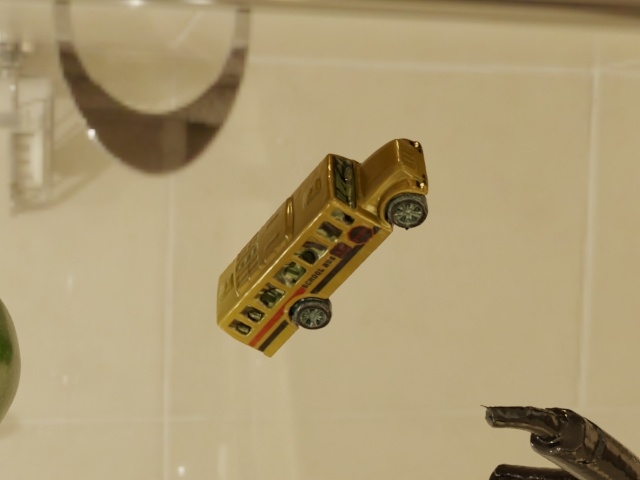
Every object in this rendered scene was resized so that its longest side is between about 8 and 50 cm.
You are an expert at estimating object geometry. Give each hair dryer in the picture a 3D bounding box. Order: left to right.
[{"bbox_3d":[0.177,0.158,0.872,0.236,0.272,0.091,2,59,43],"label":"hair dryer"}]

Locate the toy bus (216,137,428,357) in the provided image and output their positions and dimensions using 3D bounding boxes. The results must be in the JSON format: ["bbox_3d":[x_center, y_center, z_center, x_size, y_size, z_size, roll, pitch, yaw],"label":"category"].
[{"bbox_3d":[0.000,0.000,1.531,0.335,0.123,0.121,-47,26,32],"label":"toy bus"}]

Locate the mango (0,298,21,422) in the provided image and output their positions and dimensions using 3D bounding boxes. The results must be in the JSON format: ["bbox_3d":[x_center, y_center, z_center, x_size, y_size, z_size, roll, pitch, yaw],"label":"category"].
[{"bbox_3d":[-0.397,0.135,1.130,0.382,0.225,0.201,-113,32,-69],"label":"mango"}]
